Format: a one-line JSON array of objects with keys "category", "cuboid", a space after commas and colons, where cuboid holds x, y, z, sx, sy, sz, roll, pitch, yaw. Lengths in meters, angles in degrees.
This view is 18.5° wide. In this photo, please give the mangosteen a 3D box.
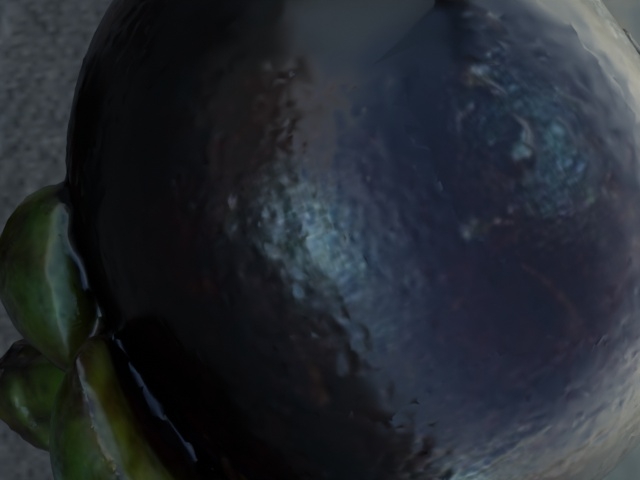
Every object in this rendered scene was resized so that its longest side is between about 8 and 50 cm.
[{"category": "mangosteen", "cuboid": [0.012, -0.006, 0.885, 0.330, 0.330, 0.330, 10, 77, -49]}]
